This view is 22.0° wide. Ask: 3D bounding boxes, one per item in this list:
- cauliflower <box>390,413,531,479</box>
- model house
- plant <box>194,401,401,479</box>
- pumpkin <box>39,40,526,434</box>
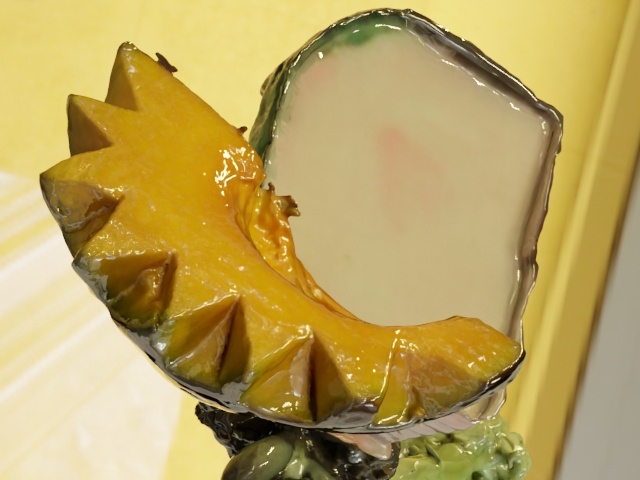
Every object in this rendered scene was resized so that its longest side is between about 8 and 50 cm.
[{"bbox_3d":[0.040,0.235,1.520,0.260,0.327,0.281,55,-15,36],"label":"cauliflower"},{"bbox_3d":[0.000,0.000,1.070,0.237,0.202,0.237,-28,-137,58],"label":"model house"},{"bbox_3d":[-0.029,0.180,1.255,0.149,0.146,0.275,-24,-138,45],"label":"plant"},{"bbox_3d":[-0.045,0.042,0.812,0.130,0.254,0.149,-46,168,-34],"label":"pumpkin"}]
